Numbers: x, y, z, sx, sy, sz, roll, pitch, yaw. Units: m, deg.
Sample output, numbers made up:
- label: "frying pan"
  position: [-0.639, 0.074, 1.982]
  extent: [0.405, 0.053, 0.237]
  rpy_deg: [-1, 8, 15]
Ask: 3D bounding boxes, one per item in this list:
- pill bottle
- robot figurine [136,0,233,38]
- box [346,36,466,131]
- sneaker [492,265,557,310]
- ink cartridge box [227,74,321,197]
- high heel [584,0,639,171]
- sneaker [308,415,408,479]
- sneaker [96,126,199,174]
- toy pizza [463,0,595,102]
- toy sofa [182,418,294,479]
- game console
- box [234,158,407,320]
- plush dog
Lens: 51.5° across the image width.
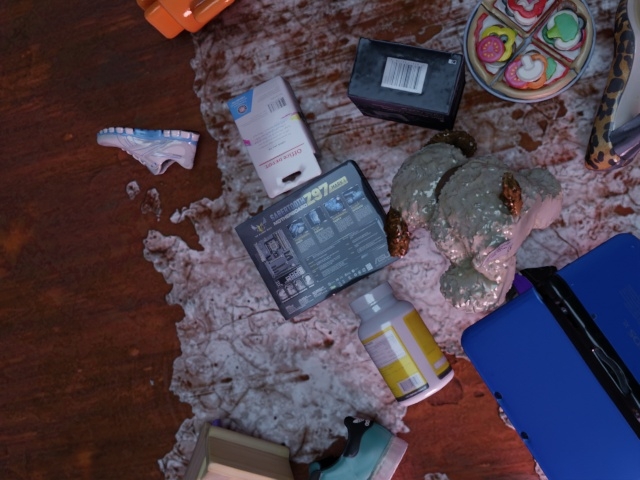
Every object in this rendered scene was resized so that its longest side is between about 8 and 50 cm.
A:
- label: "pill bottle"
  position: [0.124, 0.161, 1.061]
  extent: [0.103, 0.103, 0.184]
  rpy_deg: [-32, 84, 11]
- label: "robot figurine"
  position: [-0.205, -0.443, 1.117]
  extent: [0.219, 0.158, 0.128]
  rpy_deg: [-36, 112, 11]
- label: "box"
  position: [0.137, -0.236, 1.024]
  extent: [0.156, 0.158, 0.093]
  rpy_deg: [14, 93, 13]
- label: "sneaker"
  position: [0.379, 0.169, 1.003]
  extent: [0.146, 0.102, 0.293]
  rpy_deg: [-29, 84, 11]
- label: "ink cartridge box"
  position: [-0.070, -0.171, 1.122]
  extent: [0.104, 0.061, 0.181]
  rpy_deg: [-24, 85, 13]
- label: "high heel"
  position: [0.446, -0.241, 1.008]
  extent: [0.093, 0.186, 0.261]
  rpy_deg: [11, 59, -17]
- label: "sneaker"
  position: [0.018, 0.429, 1.093]
  extent: [0.121, 0.108, 0.302]
  rpy_deg: [32, 89, 12]
- label: "sneaker"
  position: [-0.310, -0.159, 1.176]
  extent: [0.191, 0.071, 0.082]
  rpy_deg: [5, 98, 13]
- label: "toy pizza"
  position: [0.328, -0.319, 1.044]
  extent: [0.202, 0.032, 0.201]
  rpy_deg: [0, 91, 13]
- label: "toy sofa"
  position: [-0.182, 0.503, 1.130]
  extent: [0.150, 0.177, 0.362]
  rpy_deg: [21, 96, -13]
- label: "game console"
  position: [0.396, 0.180, 0.936]
  extent: [0.250, 0.173, 0.293]
  rpy_deg: [-27, 76, -21]
- label: "box"
  position: [0.000, 0.000, 1.109]
  extent: [0.233, 0.059, 0.183]
  rpy_deg: [-31, 87, 11]
- label: "plush dog"
  position: [0.204, -0.058, 0.987]
  extent: [0.226, 0.210, 0.262]
  rpy_deg: [27, 75, 34]
